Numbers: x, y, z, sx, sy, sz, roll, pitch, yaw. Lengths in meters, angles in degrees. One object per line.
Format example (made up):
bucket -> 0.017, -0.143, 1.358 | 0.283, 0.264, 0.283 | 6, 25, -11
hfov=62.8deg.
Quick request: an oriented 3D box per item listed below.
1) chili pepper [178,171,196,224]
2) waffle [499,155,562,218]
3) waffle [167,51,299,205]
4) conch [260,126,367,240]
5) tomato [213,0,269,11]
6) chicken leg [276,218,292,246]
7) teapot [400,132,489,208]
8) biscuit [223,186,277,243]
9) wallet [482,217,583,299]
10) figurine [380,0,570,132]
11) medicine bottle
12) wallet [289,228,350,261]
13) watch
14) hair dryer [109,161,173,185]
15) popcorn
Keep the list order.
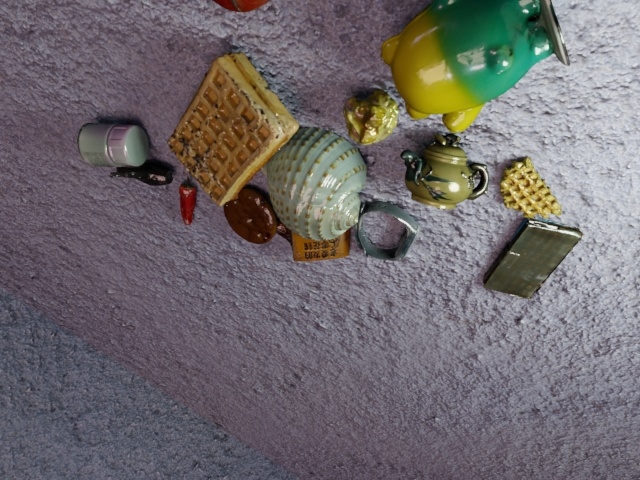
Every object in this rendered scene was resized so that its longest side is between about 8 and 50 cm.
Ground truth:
chili pepper -> -0.447, -0.126, 1.755 | 0.059, 0.050, 0.268 | 7, 140, -10
waffle -> 0.553, -0.134, 1.373 | 0.160, 0.046, 0.192 | 4, 136, 20
waffle -> -0.244, -0.282, 1.410 | 0.261, 0.114, 0.376 | 49, 135, -1
conch -> -0.032, -0.146, 1.466 | 0.319, 0.215, 0.303 | 19, 128, 0
tomato -> -0.194, -0.600, 1.128 | 0.227, 0.101, 0.228 | 8, 135, 8
chicken leg -> -0.123, -0.032, 1.731 | 0.219, 0.048, 0.089 | 28, 134, -10
teapot -> 0.322, -0.182, 1.345 | 0.269, 0.173, 0.183 | 4, 108, -18
biscuit -> -0.231, -0.077, 1.698 | 0.212, 0.036, 0.212 | 17, 129, 22
wallet -> 0.618, 0.059, 1.553 | 0.169, 0.044, 0.317 | 14, 139, 0
figurine -> 0.303, -0.384, 1.073 | 0.340, 0.231, 0.324 | -19, 124, 28
medicine bottle -> -0.624, -0.289, 1.587 | 0.168, 0.135, 0.135 | 4, 136, 18
wallet -> 0.000, 0.003, 1.687 | 0.195, 0.042, 0.161 | -5, 138, -3
watch -> 0.191, -0.023, 1.612 | 0.193, 0.068, 0.206 | 23, 135, 1
hair dryer -> -0.588, -0.209, 1.616 | 0.195, 0.219, 0.075 | 11, 100, 15
popcorn -> 0.123, -0.303, 1.301 | 0.145, 0.126, 0.126 | 3, 113, 47
